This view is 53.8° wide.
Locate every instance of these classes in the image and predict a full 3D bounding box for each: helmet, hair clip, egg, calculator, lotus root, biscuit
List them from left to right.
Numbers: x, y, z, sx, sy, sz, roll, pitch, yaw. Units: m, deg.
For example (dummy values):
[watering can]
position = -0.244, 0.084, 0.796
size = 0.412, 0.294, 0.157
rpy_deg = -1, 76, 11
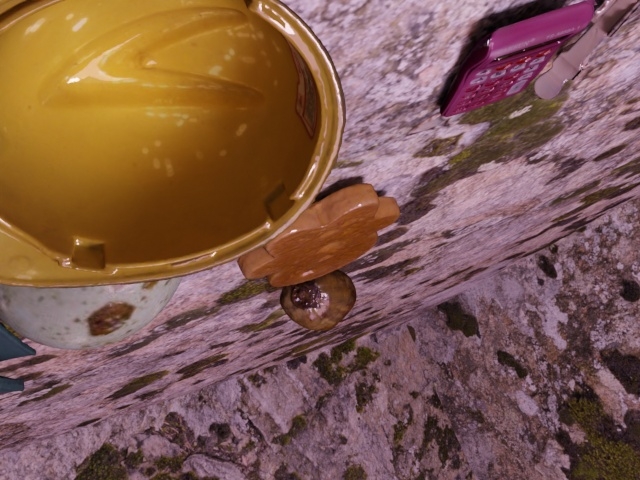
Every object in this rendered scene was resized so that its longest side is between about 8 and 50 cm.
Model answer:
[egg]
position = -0.199, 0.007, 0.548
size = 0.169, 0.169, 0.231
rpy_deg = -7, 168, -46
[helmet]
position = -0.122, -0.088, 0.405
size = 0.257, 0.140, 0.205
rpy_deg = -14, 131, -4
[biscuit]
position = -0.001, -0.002, 1.047
size = 0.275, 0.052, 0.355
rpy_deg = -22, 166, -2
[lotus root]
position = 0.003, 0.121, 1.335
size = 0.145, 0.128, 0.260
rpy_deg = -36, 164, 10
[calculator]
position = 0.210, -0.201, 0.713
size = 0.127, 0.034, 0.190
rpy_deg = -21, 170, -10
[hair clip]
position = 0.322, -0.247, 0.702
size = 0.072, 0.034, 0.226
rpy_deg = -42, 171, -30

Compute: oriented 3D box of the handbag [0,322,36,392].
[handbag]
position = -0.414, 0.084, 0.544
size = 0.269, 0.100, 0.274
rpy_deg = 2, 163, -10
